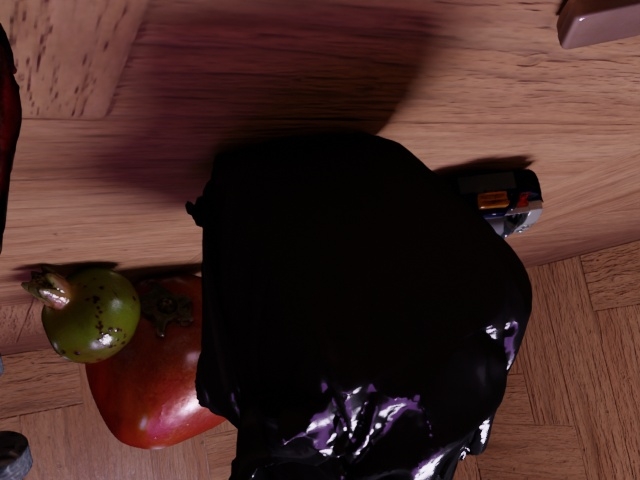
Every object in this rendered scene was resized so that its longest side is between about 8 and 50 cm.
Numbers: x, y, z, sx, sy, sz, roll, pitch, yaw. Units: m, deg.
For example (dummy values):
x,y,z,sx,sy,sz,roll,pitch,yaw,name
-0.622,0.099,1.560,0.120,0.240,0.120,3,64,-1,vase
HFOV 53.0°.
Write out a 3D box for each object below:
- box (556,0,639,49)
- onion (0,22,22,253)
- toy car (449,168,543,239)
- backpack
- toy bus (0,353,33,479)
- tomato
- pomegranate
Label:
x,y,z,sx,sy,sz,roll,pitch,yaw,name
0.217,-0.156,0.420,0.115,0.025,0.048,-11,166,5,box
-0.264,-0.005,0.283,0.216,0.207,0.206,7,158,-45,onion
0.203,-0.023,0.948,0.193,0.118,0.301,-7,169,-6,toy car
0.010,0.134,0.624,0.254,0.446,0.363,-16,-142,-17,backpack
-0.367,0.097,0.518,0.201,0.177,0.365,-14,-163,-29,toy bus
-0.294,0.229,1.234,0.293,0.325,0.290,-26,138,-36,tomato
-0.385,0.111,1.035,0.159,0.159,0.205,-14,142,22,pomegranate
